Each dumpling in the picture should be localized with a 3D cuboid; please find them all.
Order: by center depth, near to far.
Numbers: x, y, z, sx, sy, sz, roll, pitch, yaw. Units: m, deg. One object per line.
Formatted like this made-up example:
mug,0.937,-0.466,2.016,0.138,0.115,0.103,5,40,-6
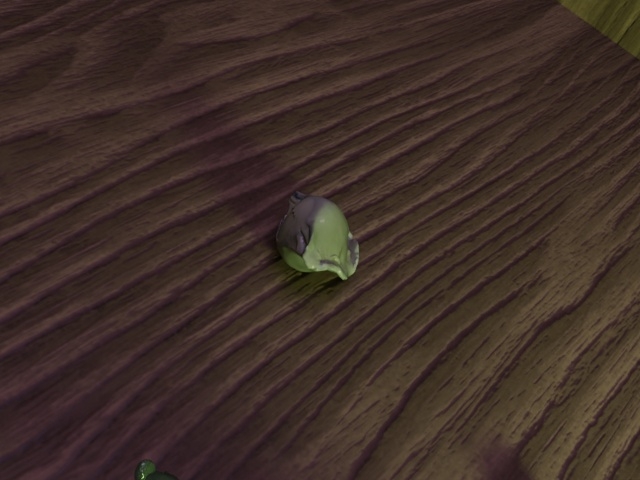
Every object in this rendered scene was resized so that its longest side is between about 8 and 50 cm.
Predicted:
dumpling,0.000,0.000,1.157,0.127,0.108,0.188,40,21,-25

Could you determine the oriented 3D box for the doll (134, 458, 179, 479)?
doll,-0.184,0.301,0.780,0.115,0.078,0.150,59,34,-35
